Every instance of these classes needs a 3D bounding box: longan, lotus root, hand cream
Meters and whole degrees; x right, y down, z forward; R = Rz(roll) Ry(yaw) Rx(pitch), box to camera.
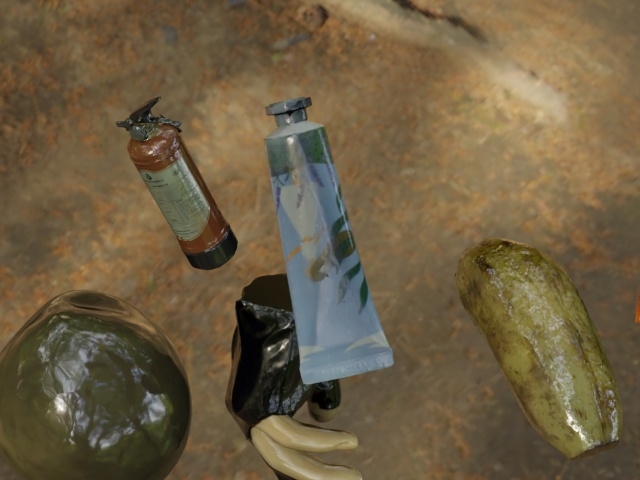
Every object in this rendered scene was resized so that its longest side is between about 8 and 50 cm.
[{"bbox_3d":[-0.242,0.164,1.285,0.215,0.246,0.246,-35,80,-20],"label":"longan"},{"bbox_3d":[0.201,0.087,1.104,0.110,0.097,0.258,6,41,-32],"label":"lotus root"},{"bbox_3d":[0.000,0.000,1.156,0.091,0.058,0.271,-12,98,-2],"label":"hand cream"}]

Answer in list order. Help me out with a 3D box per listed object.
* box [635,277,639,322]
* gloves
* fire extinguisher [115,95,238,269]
[{"bbox_3d":[0.504,0.011,1.381,0.265,0.273,0.048,6,49,11],"label":"box"},{"bbox_3d":[-0.025,0.181,1.400,0.197,0.152,0.301,-49,123,-64],"label":"gloves"},{"bbox_3d":[-0.122,-0.052,1.043,0.050,0.062,0.177,-65,144,-38],"label":"fire extinguisher"}]
